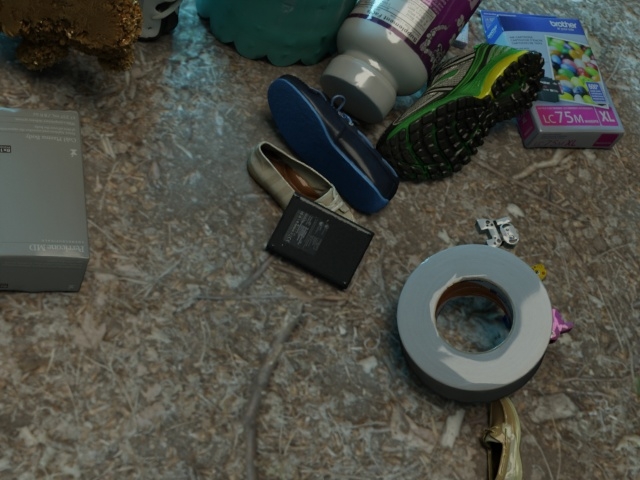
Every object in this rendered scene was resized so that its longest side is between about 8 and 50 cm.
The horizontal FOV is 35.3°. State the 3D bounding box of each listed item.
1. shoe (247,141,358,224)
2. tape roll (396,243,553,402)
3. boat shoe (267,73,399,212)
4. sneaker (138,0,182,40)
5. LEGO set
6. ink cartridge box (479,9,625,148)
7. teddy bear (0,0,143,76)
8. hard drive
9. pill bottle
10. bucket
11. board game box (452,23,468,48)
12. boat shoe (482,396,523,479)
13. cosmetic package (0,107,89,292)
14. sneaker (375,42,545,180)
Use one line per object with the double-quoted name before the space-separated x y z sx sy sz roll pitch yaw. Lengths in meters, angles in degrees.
"shoe" -0.023 -0.068 1.525 0.219 0.058 0.076 41 55 6
"tape roll" 0.220 0.119 1.446 0.219 0.072 0.219 -2 66 5
"boat shoe" 0.019 -0.156 1.584 0.258 0.109 0.089 53 48 -6
"sneaker" -0.208 -0.444 1.529 0.447 0.257 0.169 0 59 18
"LEGO set" 0.318 0.070 1.551 0.093 0.087 0.227 -16 66 -11
"ink cartridge box" 0.418 -0.310 1.838 0.186 0.065 0.311 -2 60 -22
"teddy bear" -0.402 -0.356 1.450 0.338 0.245 0.113 1 19 20
"hard drive" 0.000 0.000 1.489 0.135 0.022 0.094 28 87 -3
"pill bottle" 0.132 -0.344 1.645 0.169 0.169 0.301 34 78 2
"bucket" -0.056 -0.447 1.664 0.281 0.183 0.281 10 58 -17
"board game box" 0.227 -0.401 1.843 0.090 0.020 0.090 15 58 -12
"boat shoe" 0.254 0.283 1.424 0.045 0.050 0.135 10 58 -21
"cosmetic package" -0.385 -0.055 1.356 0.127 0.107 0.238 0 58 -24
"sneaker" 0.218 -0.218 1.688 0.343 0.134 0.146 -35 41 -26
